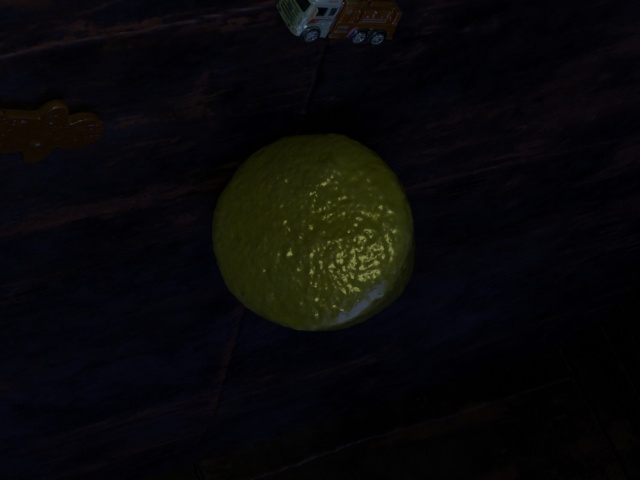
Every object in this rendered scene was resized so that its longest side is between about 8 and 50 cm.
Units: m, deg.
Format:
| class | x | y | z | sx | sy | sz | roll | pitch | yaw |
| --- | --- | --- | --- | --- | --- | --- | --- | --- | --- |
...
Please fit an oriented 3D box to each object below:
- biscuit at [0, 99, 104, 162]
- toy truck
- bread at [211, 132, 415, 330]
| class | x | y | z | sx | sy | sz | roll | pitch | yaw |
| --- | --- | --- | --- | --- | --- | --- | --- | --- | --- |
| biscuit | -0.409 | -0.159 | 1.562 | 0.205 | 0.031 | 0.138 | -6 | 151 | -35 |
| toy truck | 0.037 | -0.342 | 1.533 | 0.177 | 0.080 | 0.115 | -8 | 146 | -34 |
| bread | 0.000 | 0.000 | 1.929 | 0.348 | 0.348 | 0.308 | -25 | 167 | 4 |
